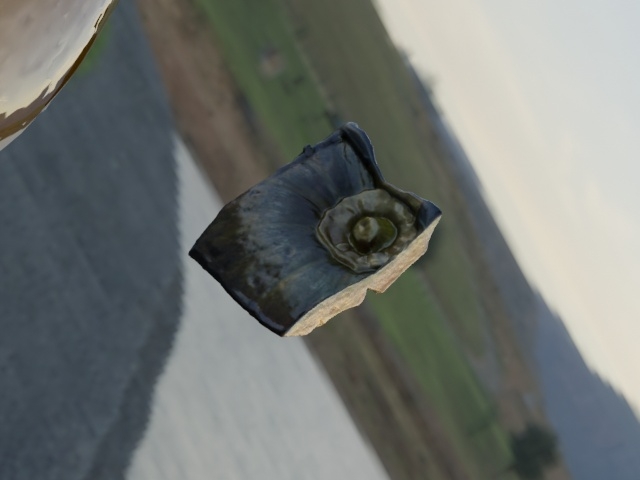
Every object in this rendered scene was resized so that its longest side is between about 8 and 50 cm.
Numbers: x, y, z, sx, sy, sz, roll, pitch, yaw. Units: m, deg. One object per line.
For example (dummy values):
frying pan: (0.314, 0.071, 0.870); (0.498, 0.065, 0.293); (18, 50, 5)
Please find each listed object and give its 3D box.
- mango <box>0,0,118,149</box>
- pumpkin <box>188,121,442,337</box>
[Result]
mango: (-0.071, -0.075, 0.374); (0.090, 0.178, 0.115); (38, -37, -14)
pumpkin: (-0.002, 0.000, 0.824); (0.073, 0.101, 0.035); (43, -26, 29)
